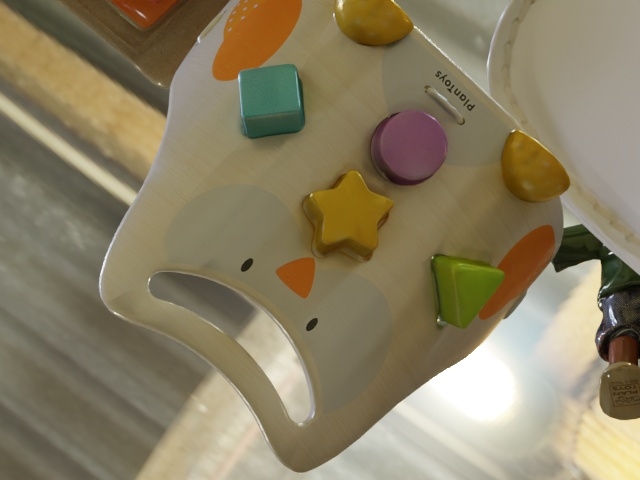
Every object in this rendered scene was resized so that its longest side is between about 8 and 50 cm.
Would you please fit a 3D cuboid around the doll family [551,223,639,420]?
[{"bbox_3d":[0.166,-0.002,0.583,0.193,0.076,0.111,8,-136,1],"label":"doll family"}]

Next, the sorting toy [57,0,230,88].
[{"bbox_3d":[-0.081,-0.178,0.878,0.347,0.196,0.047,-41,-157,20],"label":"sorting toy"}]

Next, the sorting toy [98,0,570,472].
[{"bbox_3d":[0.000,0.000,0.364,0.083,0.045,0.075,42,-112,-7],"label":"sorting toy"}]

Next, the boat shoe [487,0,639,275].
[{"bbox_3d":[0.127,0.003,0.410,0.277,0.096,0.098,35,-67,37],"label":"boat shoe"}]
